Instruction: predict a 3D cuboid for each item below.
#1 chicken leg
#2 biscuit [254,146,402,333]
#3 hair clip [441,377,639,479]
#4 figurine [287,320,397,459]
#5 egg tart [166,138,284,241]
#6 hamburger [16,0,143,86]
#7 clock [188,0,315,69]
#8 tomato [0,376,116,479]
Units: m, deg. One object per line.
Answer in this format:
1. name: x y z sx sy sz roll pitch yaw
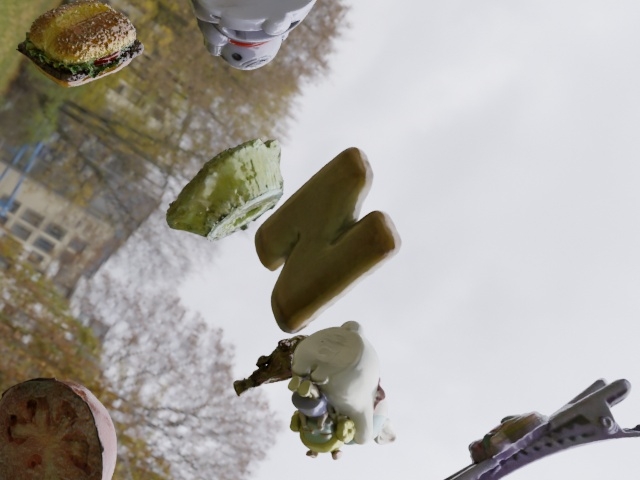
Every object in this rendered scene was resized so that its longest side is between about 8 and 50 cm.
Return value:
1. chicken leg: -0.088 0.237 1.695 0.178 0.093 0.070 -30 -142 7
2. biscuit: 0.000 0.000 1.550 0.290 0.062 0.237 -38 -127 30
3. hair clip: 0.274 0.239 1.108 0.137 0.278 0.090 108 -32 -79
4. figurine: 0.037 0.249 1.305 0.127 0.236 0.155 2 -141 27
5. egg tart: -0.124 -0.058 1.223 0.197 0.078 0.197 -34 170 -7
6. hamburger: -0.338 -0.290 1.291 0.166 0.137 0.087 -36 153 -42
7. clock: -0.096 -0.319 1.196 0.189 0.188 0.254 -61 -176 -12
8. tomato: -0.391 0.305 1.355 0.225 0.225 0.085 -46 164 23
